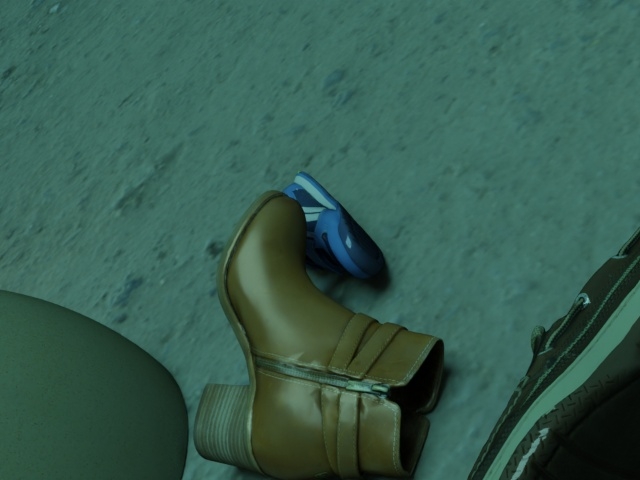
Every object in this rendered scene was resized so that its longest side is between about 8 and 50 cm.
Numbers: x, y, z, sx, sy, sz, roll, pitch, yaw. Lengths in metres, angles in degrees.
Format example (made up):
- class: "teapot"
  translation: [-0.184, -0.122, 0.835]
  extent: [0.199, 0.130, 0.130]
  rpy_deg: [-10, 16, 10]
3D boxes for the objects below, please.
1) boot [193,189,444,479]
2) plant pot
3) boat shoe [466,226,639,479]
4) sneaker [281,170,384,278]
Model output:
- class: "boot"
  translation: [0.008, 0.058, 0.707]
  extent: [0.152, 0.073, 0.197]
  rpy_deg: [-2, 70, 32]
- class: "plant pot"
  translation: [-0.264, 0.141, 0.768]
  extent: [0.284, 0.191, 0.284]
  rpy_deg: [-24, 38, 21]
- class: "boat shoe"
  translation: [0.147, 0.077, 0.572]
  extent: [0.257, 0.095, 0.095]
  rpy_deg: [-44, 21, -17]
- class: "sneaker"
  translation: [0.000, 0.000, 0.808]
  extent: [0.059, 0.053, 0.144]
  rpy_deg: [-42, 28, -1]
